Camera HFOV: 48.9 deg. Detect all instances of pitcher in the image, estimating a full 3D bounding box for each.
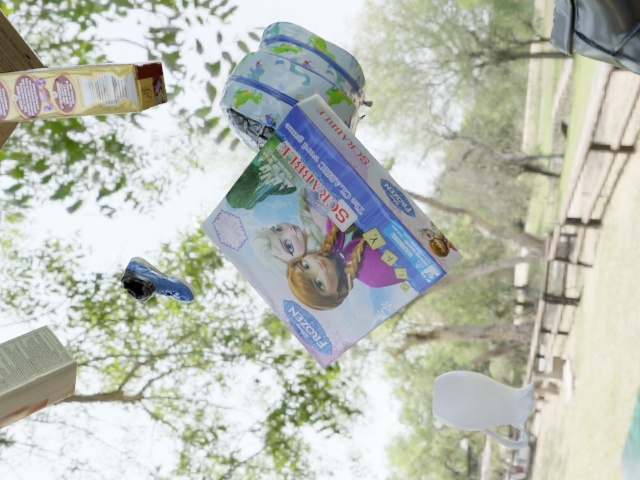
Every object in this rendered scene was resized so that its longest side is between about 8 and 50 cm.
[{"bbox_3d":[0.349,0.369,1.514,0.125,0.207,0.178,-58,-32,-60],"label":"pitcher"}]

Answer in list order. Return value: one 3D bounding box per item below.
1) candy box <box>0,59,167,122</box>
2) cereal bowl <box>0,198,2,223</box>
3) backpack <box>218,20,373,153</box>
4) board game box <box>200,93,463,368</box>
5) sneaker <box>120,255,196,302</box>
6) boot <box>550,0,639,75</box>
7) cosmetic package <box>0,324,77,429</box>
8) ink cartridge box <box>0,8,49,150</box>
[{"bbox_3d":[-0.269,-0.158,0.747,0.109,0.186,0.053,-84,-11,-74],"label":"candy box"},{"bbox_3d":[-0.522,-0.048,0.722,0.141,0.338,0.339,98,-173,-49],"label":"cereal bowl"},{"bbox_3d":[-0.050,-0.240,1.264,0.273,0.290,0.355,-56,1,16],"label":"backpack"},{"bbox_3d":[0.000,0.000,1.086,0.066,0.319,0.318,-36,-7,-48],"label":"board game box"},{"bbox_3d":[-0.326,0.099,1.408,0.058,0.152,0.085,-45,19,33],"label":"sneaker"},{"bbox_3d":[0.539,-0.291,0.929,0.146,0.445,0.367,-57,-22,0],"label":"boot"},{"bbox_3d":[-0.733,0.334,1.624,0.296,0.153,0.129,-22,-37,-41],"label":"cosmetic package"},{"bbox_3d":[-0.523,-0.248,1.016,0.235,0.088,0.193,70,-139,-64],"label":"ink cartridge box"}]
